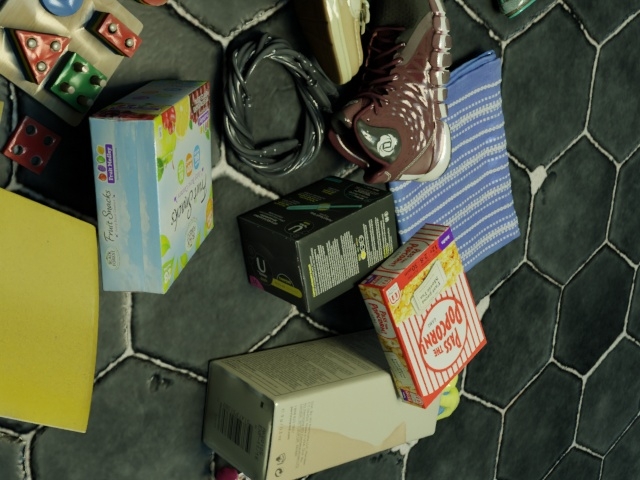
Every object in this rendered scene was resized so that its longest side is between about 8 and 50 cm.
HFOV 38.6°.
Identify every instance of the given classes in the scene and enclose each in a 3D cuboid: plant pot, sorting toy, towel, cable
[{"bbox_3d":[-0.327,0.047,0.834,0.212,0.212,0.187,25,75,-45],"label":"plant pot"},{"bbox_3d":[-0.255,-0.192,0.907,0.132,0.046,0.274,40,78,-43],"label":"sorting toy"},{"bbox_3d":[0.202,-0.090,1.366,0.243,0.040,0.335,-33,125,-28],"label":"towel"},{"bbox_3d":[-0.059,-0.162,1.103,0.150,0.047,0.184,-57,138,-4],"label":"cable"}]

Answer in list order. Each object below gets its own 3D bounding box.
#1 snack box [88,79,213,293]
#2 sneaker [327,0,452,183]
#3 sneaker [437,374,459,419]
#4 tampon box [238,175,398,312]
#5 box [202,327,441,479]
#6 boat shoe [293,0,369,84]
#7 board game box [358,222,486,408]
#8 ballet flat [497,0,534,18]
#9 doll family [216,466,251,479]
[{"bbox_3d":[-0.166,-0.063,0.940,0.207,0.070,0.174,-66,158,-69],"label":"snack box"},{"bbox_3d":[0.078,-0.202,1.145,0.163,0.106,0.281,-15,101,-34],"label":"sneaker"},{"bbox_3d":[0.145,0.204,1.386,0.126,0.091,0.240,-37,128,-26],"label":"sneaker"},{"bbox_3d":[0.000,0.000,1.157,0.161,0.120,0.101,-26,121,-33],"label":"tampon box"},{"bbox_3d":[0.011,0.214,1.233,0.311,0.148,0.121,-5,109,-40],"label":"box"},{"bbox_3d":[0.017,-0.322,1.049,0.089,0.104,0.285,-20,117,-17],"label":"boat shoe"},{"bbox_3d":[0.137,0.098,1.190,0.147,0.045,0.193,-41,123,-32],"label":"board game box"},{"bbox_3d":[0.326,-0.395,1.353,0.188,0.070,0.070,-36,127,-32],"label":"ballet flat"},{"bbox_3d":[-0.124,0.429,1.215,0.163,0.118,0.262,43,46,-47],"label":"doll family"}]
